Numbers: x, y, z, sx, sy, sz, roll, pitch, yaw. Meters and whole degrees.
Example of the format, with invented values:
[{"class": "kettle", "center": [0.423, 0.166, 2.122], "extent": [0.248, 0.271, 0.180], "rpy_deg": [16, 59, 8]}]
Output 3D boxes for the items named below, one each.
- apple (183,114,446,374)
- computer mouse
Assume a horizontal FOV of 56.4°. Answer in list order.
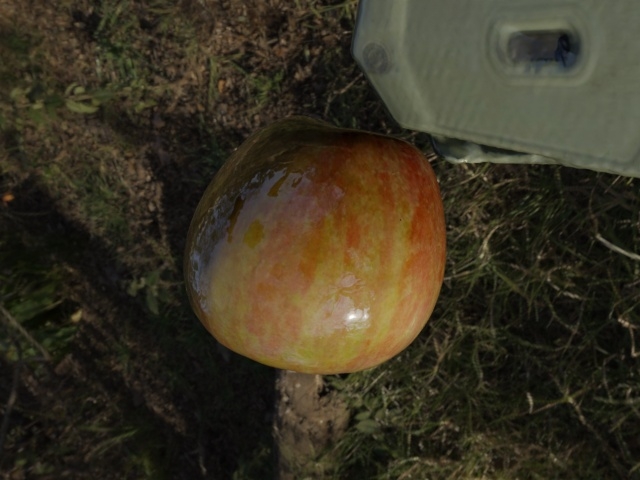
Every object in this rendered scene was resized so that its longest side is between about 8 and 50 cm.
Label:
[{"class": "apple", "center": [0.000, 0.000, 0.593], "extent": [0.256, 0.256, 0.234], "rpy_deg": [22, 103, 31]}, {"class": "computer mouse", "center": [0.211, -0.170, 0.460], "extent": [0.428, 0.145, 0.228], "rpy_deg": [17, 131, 42]}]
